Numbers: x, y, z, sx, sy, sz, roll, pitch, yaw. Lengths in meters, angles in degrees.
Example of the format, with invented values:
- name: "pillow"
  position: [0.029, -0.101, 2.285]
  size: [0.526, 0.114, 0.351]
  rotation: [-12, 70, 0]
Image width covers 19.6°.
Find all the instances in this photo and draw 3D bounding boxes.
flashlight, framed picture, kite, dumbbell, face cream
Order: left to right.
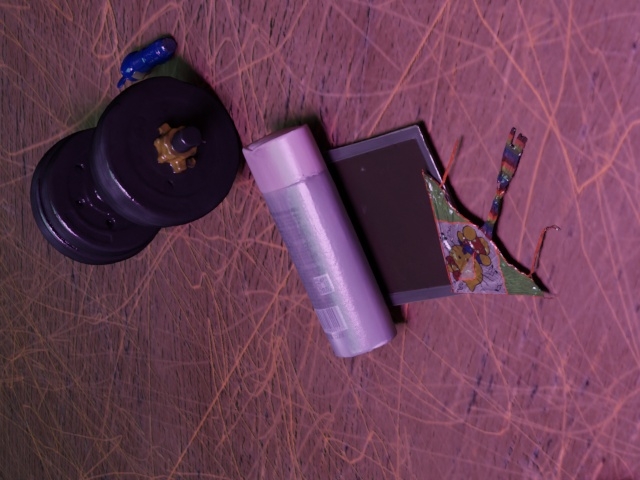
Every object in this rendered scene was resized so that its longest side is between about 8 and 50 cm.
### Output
- name: "dumbbell"
  position: [-0.237, -0.083, 2.323]
  size: [0.185, 0.185, 0.388]
  rotation: [62, 150, -3]
- name: "flashlight"
  position: [-0.215, -0.226, 2.318]
  size: [0.035, 0.057, 0.121]
  rotation: [33, 151, -24]
- name: "face cream"
  position: [0.000, 0.000, 2.114]
  size: [0.107, 0.073, 0.269]
  rotation: [-14, 103, 54]
- name: "framed picture"
  position: [0.083, -0.022, 2.058]
  size: [0.252, 0.014, 0.197]
  rotation: [-12, 105, 59]
- name: "kite"
  position: [0.175, -0.018, 1.908]
  size: [0.198, 0.006, 0.244]
  rotation: [44, 141, 21]
